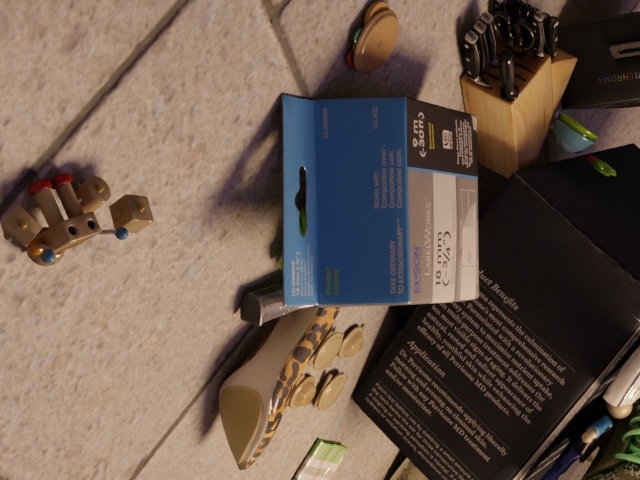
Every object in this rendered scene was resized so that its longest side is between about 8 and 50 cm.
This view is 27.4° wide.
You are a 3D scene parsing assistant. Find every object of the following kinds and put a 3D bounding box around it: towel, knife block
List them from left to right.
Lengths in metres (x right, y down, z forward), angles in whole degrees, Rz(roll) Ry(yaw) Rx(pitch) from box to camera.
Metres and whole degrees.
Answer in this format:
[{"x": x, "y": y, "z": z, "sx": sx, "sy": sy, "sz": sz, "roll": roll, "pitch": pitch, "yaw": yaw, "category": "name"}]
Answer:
[{"x": -0.016, "y": 0.382, "z": 2.048, "sx": 0.152, "sy": 0.023, "sz": 0.113, "roll": -59, "pitch": 155, "yaw": 1, "category": "towel"}, {"x": 0.246, "y": -0.201, "z": 1.805, "sx": 0.242, "sy": 0.088, "sz": 0.276, "roll": -18, "pitch": 134, "yaw": -53, "category": "knife block"}]

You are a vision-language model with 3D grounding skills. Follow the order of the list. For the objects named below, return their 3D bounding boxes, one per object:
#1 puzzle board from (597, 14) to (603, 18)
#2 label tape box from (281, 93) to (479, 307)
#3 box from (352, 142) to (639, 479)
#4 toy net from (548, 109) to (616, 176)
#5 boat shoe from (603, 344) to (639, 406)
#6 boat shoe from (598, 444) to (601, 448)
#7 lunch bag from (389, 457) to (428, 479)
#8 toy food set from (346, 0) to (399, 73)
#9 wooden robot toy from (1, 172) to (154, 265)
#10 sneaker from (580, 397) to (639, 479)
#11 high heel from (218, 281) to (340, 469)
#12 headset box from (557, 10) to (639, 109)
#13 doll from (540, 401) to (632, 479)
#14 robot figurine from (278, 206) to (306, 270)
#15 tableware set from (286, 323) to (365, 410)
[{"x": 0.448, "y": -0.306, "z": 2.139, "sx": 0.096, "sy": 0.011, "sz": 0.128, "roll": -61, "pitch": 155, "yaw": 6, "category": "puzzle board"}, {"x": 0.081, "y": -0.042, "z": 1.553, "sx": 0.333, "sy": 0.105, "sz": 0.241, "roll": 1, "pitch": 88, "yaw": -62, "category": "label tape box"}, {"x": 0.378, "y": 0.132, "z": 2.073, "sx": 0.480, "sy": 0.297, "sz": 0.472, "roll": -14, "pitch": 145, "yaw": -56, "category": "box"}, {"x": 0.382, "y": -0.160, "z": 1.981, "sx": 0.045, "sy": 0.122, "sz": 0.232, "roll": -59, "pitch": -170, "yaw": 12, "category": "toy net"}, {"x": 0.499, "y": 0.154, "z": 1.812, "sx": 0.267, "sy": 0.088, "sz": 0.096, "roll": -35, "pitch": 157, "yaw": -30, "category": "boat shoe"}, {"x": 0.492, "y": 0.333, "z": 2.155, "sx": 0.073, "sy": 0.080, "sz": 0.223, "roll": -20, "pitch": 171, "yaw": 25, "category": "boat shoe"}, {"x": 0.243, "y": 0.434, "z": 2.410, "sx": 0.287, "sy": 0.169, "sz": 0.235, "roll": -57, "pitch": 159, "yaw": 14, "category": "lunch bag"}, {"x": 0.061, "y": -0.230, "z": 1.518, "sx": 0.083, "sy": 0.020, "sz": 0.083, "roll": -57, "pitch": 155, "yaw": -3, "category": "toy food set"}, {"x": -0.239, "y": -0.013, "z": 1.198, "sx": 0.079, "sy": 0.076, "sz": 0.173, "roll": -32, "pitch": 173, "yaw": 37, "category": "wooden robot toy"}, {"x": 0.469, "y": 0.283, "z": 1.894, "sx": 0.410, "sy": 0.158, "sz": 0.182, "roll": -54, "pitch": 154, "yaw": -57, "category": "sneaker"}, {"x": -0.035, "y": 0.163, "z": 1.685, "sx": 0.186, "sy": 0.093, "sz": 0.261, "roll": -17, "pitch": 124, "yaw": -46, "category": "high heel"}, {"x": 0.518, "y": -0.274, "z": 1.985, "sx": 0.283, "sy": 0.246, "sz": 0.131, "roll": -9, "pitch": 94, "yaw": -53, "category": "headset box"}, {"x": 0.376, "y": 0.292, "z": 1.887, "sx": 0.189, "sy": 0.046, "sz": 0.129, "roll": -50, "pitch": 170, "yaw": 2, "category": "doll"}, {"x": 0.000, "y": 0.000, "z": 1.606, "sx": 0.115, "sy": 0.067, "sz": 0.101, "roll": -54, "pitch": 134, "yaw": -10, "category": "robot figurine"}, {"x": 0.010, "y": 0.186, "z": 1.885, "sx": 0.141, "sy": 0.020, "sz": 0.168, "roll": -62, "pitch": 156, "yaw": 11, "category": "tableware set"}]
